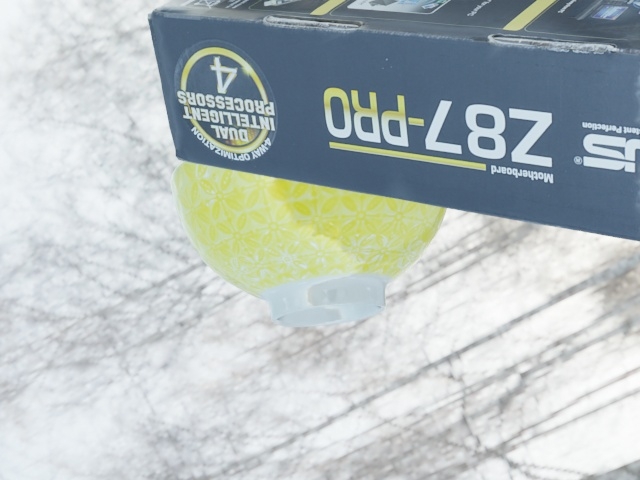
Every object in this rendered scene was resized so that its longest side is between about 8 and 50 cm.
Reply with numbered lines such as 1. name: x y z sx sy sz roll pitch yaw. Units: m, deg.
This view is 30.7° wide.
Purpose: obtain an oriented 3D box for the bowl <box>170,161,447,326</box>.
1. bowl: 0.000 0.000 1.168 0.289 0.289 0.156 13 -114 -56

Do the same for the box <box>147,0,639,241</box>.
1. box: 0.152 -0.138 0.649 0.395 0.318 0.097 -39 -51 -46
